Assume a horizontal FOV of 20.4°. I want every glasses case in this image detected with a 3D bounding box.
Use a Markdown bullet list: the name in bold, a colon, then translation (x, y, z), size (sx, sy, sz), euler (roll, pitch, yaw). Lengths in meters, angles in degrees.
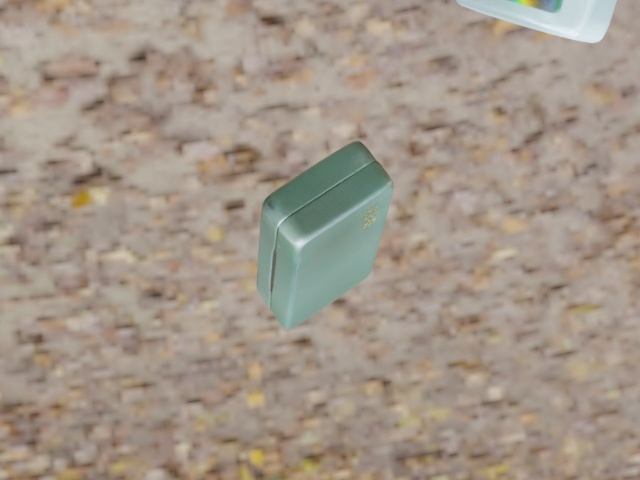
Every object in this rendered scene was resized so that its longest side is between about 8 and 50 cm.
- **glasses case**: translation (0.000, 0.000, 1.165), size (0.078, 0.039, 0.184), euler (-33, 166, -14)

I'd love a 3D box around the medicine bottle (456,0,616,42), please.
- **medicine bottle**: translation (0.189, -0.275, 1.361), size (0.121, 0.228, 0.083), euler (23, -168, 34)
